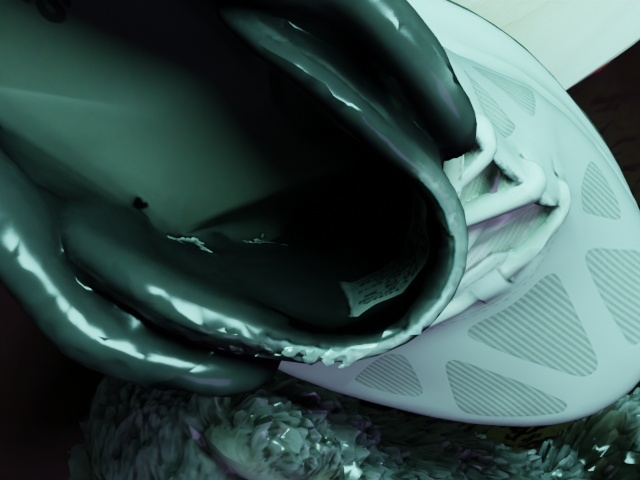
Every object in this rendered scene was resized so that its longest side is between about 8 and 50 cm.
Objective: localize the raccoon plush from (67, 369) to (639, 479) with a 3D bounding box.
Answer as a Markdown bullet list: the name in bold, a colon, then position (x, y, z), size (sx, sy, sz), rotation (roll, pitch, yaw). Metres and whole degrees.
- **raccoon plush**: position (0.044, 0.098, 0.864), size (0.446, 0.216, 0.299), rotation (-40, 134, -40)

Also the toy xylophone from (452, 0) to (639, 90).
- **toy xylophone**: position (0.005, -0.107, 0.651), size (0.323, 0.081, 0.236), rotation (-27, 128, -6)

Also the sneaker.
- **sneaker**: position (-0.001, 0.001, 0.502), size (0.447, 0.257, 0.169), rotation (33, 104, -36)
